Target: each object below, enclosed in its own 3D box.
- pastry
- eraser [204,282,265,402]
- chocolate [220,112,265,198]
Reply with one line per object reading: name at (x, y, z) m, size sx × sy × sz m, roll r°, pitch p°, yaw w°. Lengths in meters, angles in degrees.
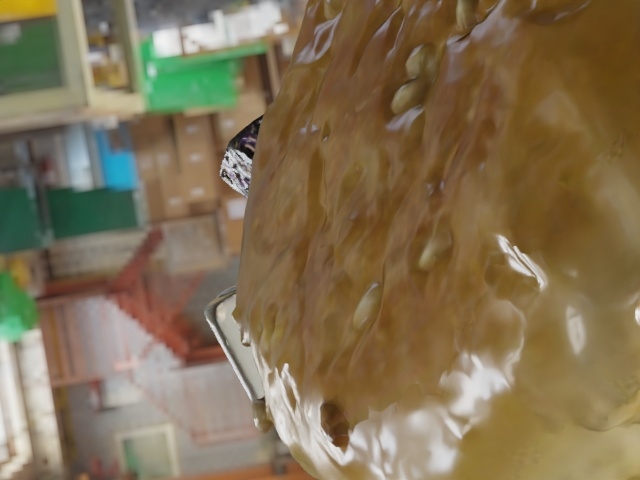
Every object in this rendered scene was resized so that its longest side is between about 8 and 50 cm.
pastry at (0.099, -0.026, 0.686) m, size 0.184 × 0.315 × 0.284 m, roll 22°, pitch 128°, yaw -23°
eraser at (0.026, 0.032, 1.392) m, size 0.061 × 0.089 × 0.352 m, roll -27°, pitch -177°, yaw 41°
chocolate at (0.003, -0.003, 1.038) m, size 0.072 × 0.147 × 0.070 m, roll -34°, pitch 163°, yaw 11°
